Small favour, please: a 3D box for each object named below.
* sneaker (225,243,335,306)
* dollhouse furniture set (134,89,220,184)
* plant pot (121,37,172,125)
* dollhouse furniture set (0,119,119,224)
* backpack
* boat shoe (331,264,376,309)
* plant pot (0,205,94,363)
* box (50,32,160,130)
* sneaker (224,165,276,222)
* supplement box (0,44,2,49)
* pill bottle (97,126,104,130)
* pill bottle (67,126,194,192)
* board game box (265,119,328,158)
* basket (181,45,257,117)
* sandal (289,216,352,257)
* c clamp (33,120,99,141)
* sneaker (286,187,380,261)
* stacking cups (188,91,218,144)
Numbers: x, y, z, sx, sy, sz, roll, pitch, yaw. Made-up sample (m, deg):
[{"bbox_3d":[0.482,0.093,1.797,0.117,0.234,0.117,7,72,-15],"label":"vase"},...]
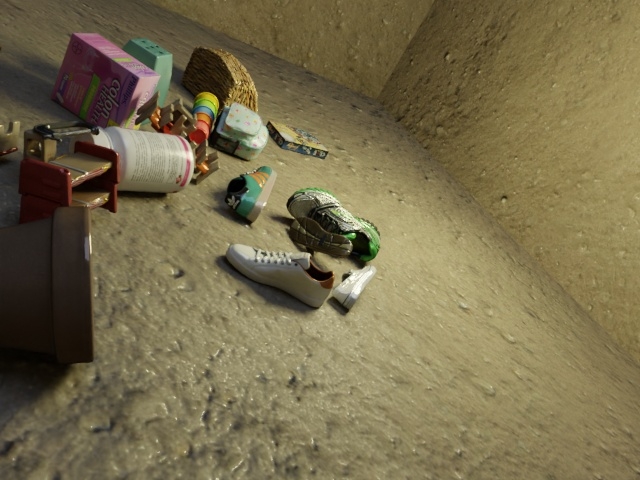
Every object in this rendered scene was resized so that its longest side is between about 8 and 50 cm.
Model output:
[{"bbox_3d":[-0.096,0.058,1.535,0.290,0.123,0.106,25,27,-11],"label":"sneaker"},{"bbox_3d":[-0.445,-0.316,1.793,0.262,0.135,0.259,46,15,-33],"label":"dollhouse furniture set"},{"bbox_3d":[-0.586,-0.520,1.910,0.165,0.234,0.166,32,25,0],"label":"plant pot"},{"bbox_3d":[-0.654,-0.150,1.298,0.374,0.152,0.201,17,23,9],"label":"dollhouse furniture set"},{"bbox_3d":[-0.278,-0.383,2.108,0.188,0.144,0.166,28,45,-22],"label":"backpack"},{"bbox_3d":[0.098,0.114,1.696,0.075,0.083,0.226,35,25,5],"label":"boat shoe"},{"bbox_3d":[-0.485,0.073,0.950,0.229,0.263,0.263,-1,36,-20],"label":"plant pot"},{"bbox_3d":[-0.637,-0.456,1.756,0.243,0.214,0.117,34,24,3],"label":"box"},{"bbox_3d":[-0.218,-0.172,1.836,0.121,0.108,0.302,31,26,-13],"label":"sneaker"},{"bbox_3d":[-0.955,-0.488,1.614,0.080,0.078,0.233,22,26,-14],"label":"supplement box"},{"bbox_3d":[-0.613,-0.265,1.601,0.067,0.067,0.120,22,26,-20],"label":"pill bottle"},{"bbox_3d":[-0.485,-0.207,1.530,0.283,0.160,0.160,-2,41,-50],"label":"pill bottle"},{"bbox_3d":[-0.100,-0.430,2.535,0.243,0.042,0.165,8,34,-41],"label":"board game box"},{"bbox_3d":[-0.378,-0.649,2.417,0.299,0.214,0.223,45,28,26],"label":"basket"},{"bbox_3d":[0.000,0.000,1.801,0.219,0.060,0.090,21,63,21],"label":"sandal"},{"bbox_3d":[-0.568,-0.246,1.341,0.137,0.022,0.160,18,26,25],"label":"c clamp"},{"bbox_3d":[0.049,-0.052,1.882,0.343,0.134,0.146,27,22,-11],"label":"sneaker"},{"bbox_3d":[-0.415,-0.434,2.119,0.096,0.096,0.316,22,27,-21],"label":"stacking cups"}]
